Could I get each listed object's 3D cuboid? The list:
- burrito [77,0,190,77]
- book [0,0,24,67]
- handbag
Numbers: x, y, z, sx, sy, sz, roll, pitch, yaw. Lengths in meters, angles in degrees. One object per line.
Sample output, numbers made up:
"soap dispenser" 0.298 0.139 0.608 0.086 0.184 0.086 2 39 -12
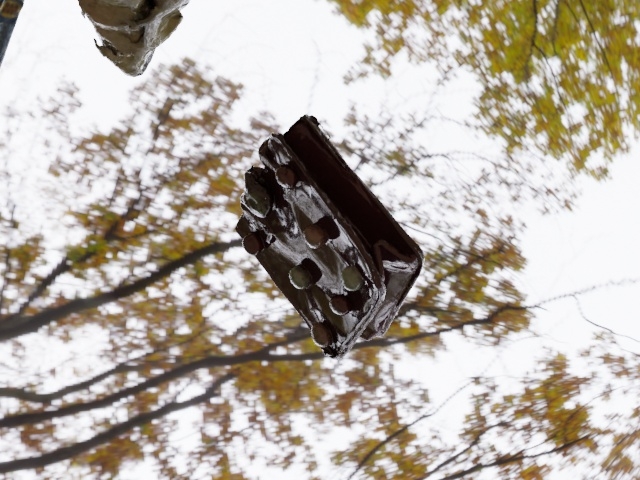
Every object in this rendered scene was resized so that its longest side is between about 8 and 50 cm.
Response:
"burrito" -0.100 -0.300 0.915 0.107 0.175 0.347 22 -113 -4
"book" -0.374 -0.400 1.373 0.300 0.039 0.428 44 -65 46
"handbag" -0.002 0.002 1.232 0.074 0.203 0.216 -31 -106 -29
